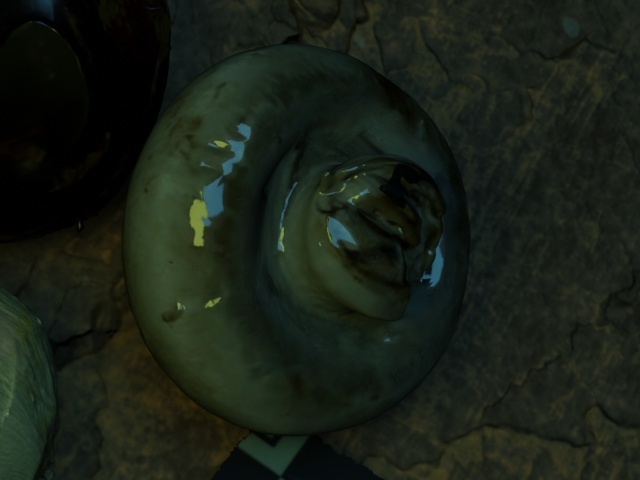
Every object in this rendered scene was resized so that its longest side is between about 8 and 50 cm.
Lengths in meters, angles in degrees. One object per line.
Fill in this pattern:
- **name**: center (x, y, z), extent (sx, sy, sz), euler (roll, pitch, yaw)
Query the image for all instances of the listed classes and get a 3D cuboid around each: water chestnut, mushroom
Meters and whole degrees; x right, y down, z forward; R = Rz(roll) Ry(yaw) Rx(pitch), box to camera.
- **water chestnut**: center (-0.279, -0.166, 1.626), extent (0.335, 0.347, 0.335), euler (3, 100, 18)
- **mushroom**: center (0.000, 0.000, 1.583), extent (0.362, 0.294, 0.362), euler (3, 85, -41)

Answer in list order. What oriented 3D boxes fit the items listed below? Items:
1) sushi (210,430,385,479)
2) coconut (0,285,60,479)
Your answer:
- **sushi**: center (-0.033, 0.378, 1.582), extent (0.296, 0.100, 0.373), euler (31, 55, 5)
- **coconut**: center (-0.351, 0.156, 1.466), extent (0.254, 0.297, 0.297), euler (32, 67, 1)
